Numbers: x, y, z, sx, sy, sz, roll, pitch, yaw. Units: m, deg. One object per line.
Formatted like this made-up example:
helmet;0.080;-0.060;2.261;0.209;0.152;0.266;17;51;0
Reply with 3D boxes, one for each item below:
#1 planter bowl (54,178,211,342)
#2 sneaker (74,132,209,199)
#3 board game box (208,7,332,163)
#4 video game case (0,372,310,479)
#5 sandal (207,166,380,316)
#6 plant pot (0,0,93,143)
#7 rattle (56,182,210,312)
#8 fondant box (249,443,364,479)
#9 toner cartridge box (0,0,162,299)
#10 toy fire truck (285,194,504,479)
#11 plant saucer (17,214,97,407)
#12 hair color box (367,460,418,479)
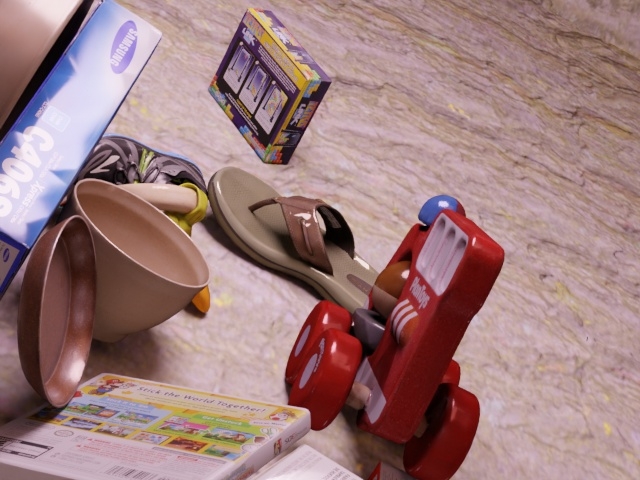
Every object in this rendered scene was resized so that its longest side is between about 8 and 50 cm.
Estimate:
planter bowl;-0.204;0.032;1.354;0.162;0.109;0.162;35;16;-11
sneaker;-0.207;-0.073;1.584;0.188;0.067;0.078;11;28;-38
board game box;-0.071;-0.211;1.862;0.048;0.141;0.170;2;40;-42
video game case;-0.155;0.171;1.161;0.227;0.026;0.206;6;17;28
sandal;0.002;0.000;1.637;0.303;0.086;0.120;35;33;0
plant pot;-0.403;-0.183;1.270;0.280;0.323;0.323;32;27;-11
rattle;-0.225;0.002;1.486;0.199;0.143;0.130;0;5;-21
fondant box;0.065;0.330;0.941;0.330;0.238;0.096;30;29;23
toner cartridge box;-0.271;-0.075;1.329;0.075;0.165;0.348;32;43;-10
toy fire truck;0.093;0.082;1.390;0.169;0.254;0.302;26;8;-8
plant saucer;-0.231;0.061;1.197;0.029;0.168;0.168;5;28;5
hair color box;0.110;0.279;1.344;0.141;0.043;0.072;26;27;-8
